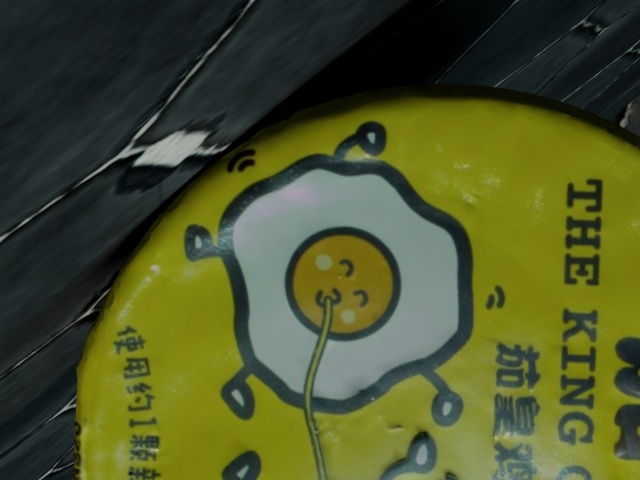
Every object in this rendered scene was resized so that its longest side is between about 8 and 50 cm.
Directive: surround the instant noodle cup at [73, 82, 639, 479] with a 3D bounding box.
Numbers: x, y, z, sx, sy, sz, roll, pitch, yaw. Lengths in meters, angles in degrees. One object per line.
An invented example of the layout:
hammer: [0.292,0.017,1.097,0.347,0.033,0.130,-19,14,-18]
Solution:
instant noodle cup: [0.063,0.075,0.961,0.325,0.325,0.254,-40,-176,10]
